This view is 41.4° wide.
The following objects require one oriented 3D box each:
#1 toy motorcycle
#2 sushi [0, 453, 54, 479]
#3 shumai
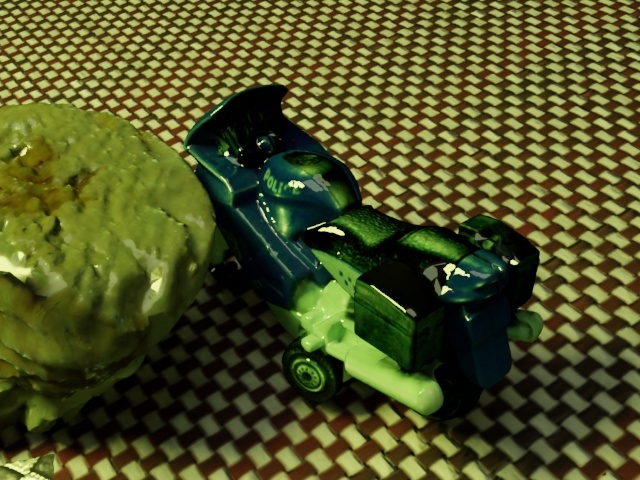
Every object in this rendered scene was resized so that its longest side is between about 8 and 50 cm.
[{"bbox_3d":[0.000,0.000,0.620,0.125,0.196,0.331,-27,39,-34],"label":"toy motorcycle"},{"bbox_3d":[-0.229,0.214,0.555,0.120,0.026,0.126,-12,49,-2],"label":"sushi"},{"bbox_3d":[-0.202,0.032,0.631,0.256,0.218,0.189,38,37,28],"label":"shumai"}]
